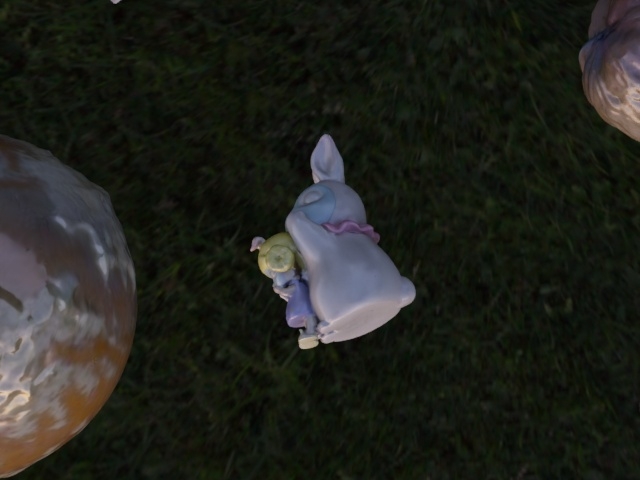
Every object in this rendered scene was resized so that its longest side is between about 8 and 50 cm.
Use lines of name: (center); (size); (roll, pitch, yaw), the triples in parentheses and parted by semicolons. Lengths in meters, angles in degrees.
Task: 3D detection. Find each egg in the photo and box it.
egg: (-0.200, 0.037, 0.703); (0.203, 0.245, 0.203); (1, 88, -33)

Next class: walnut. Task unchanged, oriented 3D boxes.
walnut: (0.478, -0.248, 1.742); (0.248, 0.248, 0.248); (1, 103, 6)

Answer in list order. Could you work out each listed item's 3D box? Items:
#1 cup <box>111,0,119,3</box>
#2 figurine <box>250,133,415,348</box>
cup: (-0.296, -0.468, 1.529); (0.317, 0.212, 0.212); (41, 104, -16)
figurine: (0.000, 0.000, 1.546); (0.155, 0.127, 0.235); (-27, 66, 7)
